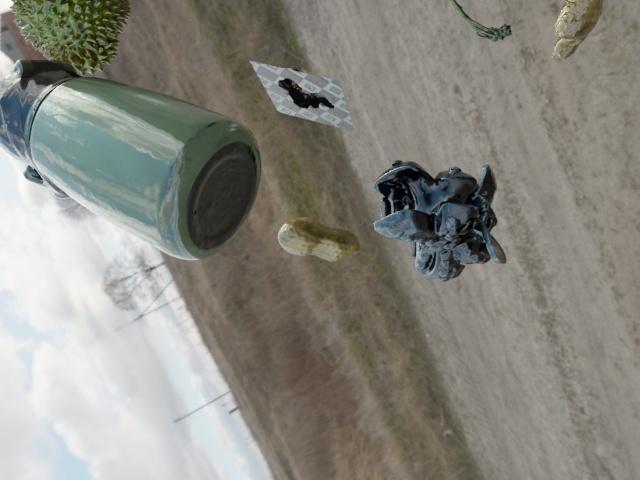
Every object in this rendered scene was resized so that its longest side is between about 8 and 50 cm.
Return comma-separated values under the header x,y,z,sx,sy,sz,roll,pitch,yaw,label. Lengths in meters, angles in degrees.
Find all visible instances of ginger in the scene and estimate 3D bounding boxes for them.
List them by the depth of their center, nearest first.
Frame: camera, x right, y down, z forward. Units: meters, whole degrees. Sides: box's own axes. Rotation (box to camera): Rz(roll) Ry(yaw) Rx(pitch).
x,y,z,sx,sy,sz,roll,pitch,yaw,label
0.486,-0.408,1.020,0.067,0.096,0.165,46,159,24,ginger

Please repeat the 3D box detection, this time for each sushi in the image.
x,y,z,sx,sy,sz,roll,pitch,yaw,label
-0.028,-0.357,1.249,0.220,0.047,0.231,18,169,17,sushi

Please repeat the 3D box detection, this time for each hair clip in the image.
x,y,z,sx,sy,sz,roll,pitch,yaw,label
0.240,-0.032,1.008,0.310,0.206,0.194,36,-132,-53,hair clip

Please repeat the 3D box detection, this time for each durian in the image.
x,y,z,sx,sy,sz,roll,pitch,yaw,label
-0.455,-0.445,0.978,0.176,0.200,0.236,125,155,-62,durian

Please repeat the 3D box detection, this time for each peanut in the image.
x,y,z,sx,sy,sz,roll,pitch,yaw,label
0.000,-0.002,1.137,0.089,0.193,0.089,-47,36,49,peanut

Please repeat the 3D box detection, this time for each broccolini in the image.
x,y,z,sx,sy,sz,roll,pitch,yaw,label
0.350,-0.506,1.194,0.194,0.052,0.054,26,173,-20,broccolini

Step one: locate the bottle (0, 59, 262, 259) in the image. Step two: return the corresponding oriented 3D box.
x,y,z,sx,sy,sz,roll,pitch,yaw,label
-0.250,-0.111,0.635,0.347,0.168,0.168,24,148,21,bottle
